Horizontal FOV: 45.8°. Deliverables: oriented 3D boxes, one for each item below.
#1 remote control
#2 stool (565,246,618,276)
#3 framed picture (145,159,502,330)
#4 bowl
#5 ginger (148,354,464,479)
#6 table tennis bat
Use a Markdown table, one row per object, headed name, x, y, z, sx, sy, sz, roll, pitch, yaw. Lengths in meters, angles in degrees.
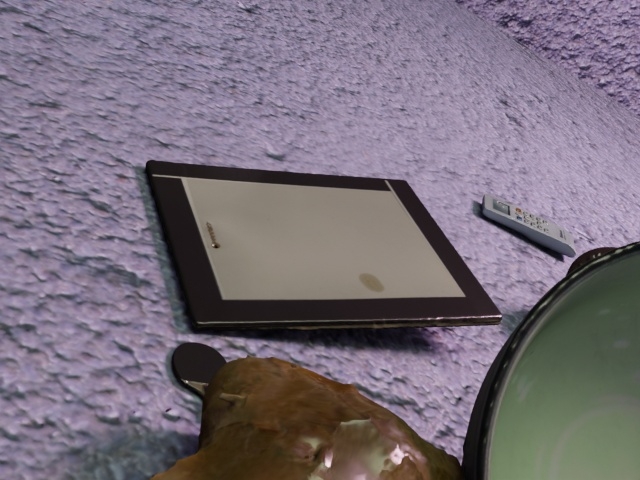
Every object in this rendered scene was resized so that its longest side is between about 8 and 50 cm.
| name | x | y | z | sx | sy | sz | roll | pitch | yaw |
| --- | --- | --- | --- | --- | --- | --- | --- | --- | --- |
| remote control | 0.327 | -0.022 | 1.194 | 0.162 | 0.029 | 0.061 | 24 | 27 | 0 |
| stool | 0.348 | 0.100 | 0.926 | 0.125 | 0.121 | 0.217 | 21 | 55 | 17 |
| framed picture | 0.000 | 0.000 | 0.825 | 0.347 | 0.016 | 0.265 | 2 | 38 | -27 |
| bowl | 0.260 | 0.186 | 0.570 | 0.353 | 0.354 | 0.185 | 31 | -15 | 2 |
| ginger | -0.021 | 0.189 | 0.451 | 0.218 | 0.123 | 0.270 | 17 | 36 | 5 |
| table tennis bat | -0.095 | 0.113 | 0.619 | 0.050 | 0.007 | 0.083 | 12 | 32 | -29 |
